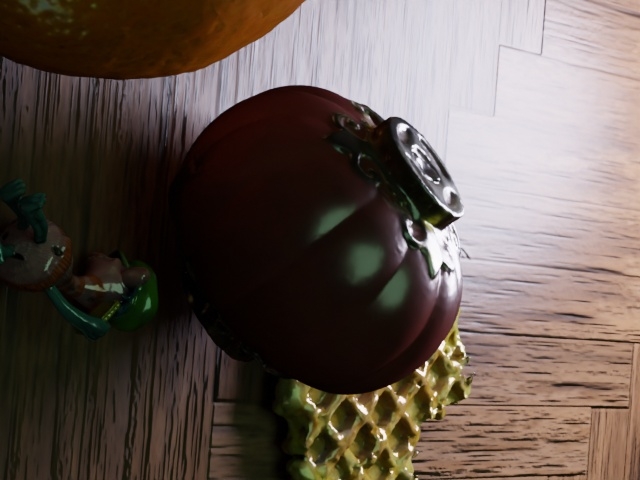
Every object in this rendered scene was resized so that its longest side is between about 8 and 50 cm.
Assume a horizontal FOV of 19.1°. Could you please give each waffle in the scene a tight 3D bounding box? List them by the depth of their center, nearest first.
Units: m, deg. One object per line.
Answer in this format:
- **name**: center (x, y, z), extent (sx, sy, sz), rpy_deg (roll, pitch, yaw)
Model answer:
- **waffle**: center (0.059, 0.146, 2.011), extent (0.282, 0.058, 0.300), rpy_deg (27, 74, -44)

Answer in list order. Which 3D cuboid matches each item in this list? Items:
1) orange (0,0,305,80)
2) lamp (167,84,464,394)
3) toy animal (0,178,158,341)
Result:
- **orange**: center (-0.167, -0.335, 1.528), extent (0.424, 0.326, 0.424), rpy_deg (-13, 112, -34)
- **lamp**: center (0.000, 0.000, 1.777), extent (0.303, 0.257, 0.303), rpy_deg (48, 18, -21)
- **toy animal**: center (-0.221, 0.029, 1.661), extent (0.208, 0.100, 0.103), rpy_deg (46, 20, -53)
